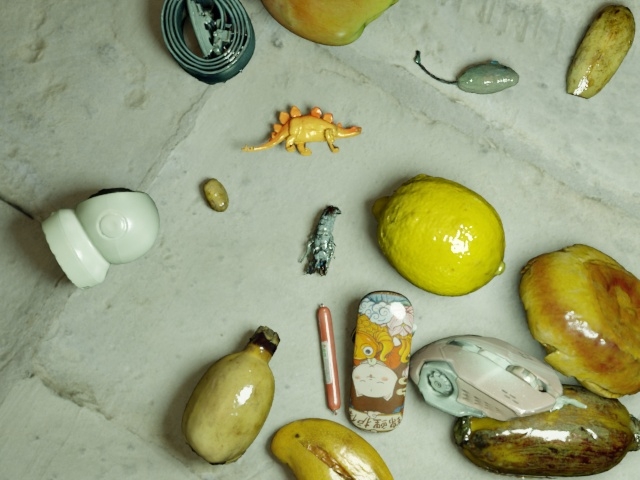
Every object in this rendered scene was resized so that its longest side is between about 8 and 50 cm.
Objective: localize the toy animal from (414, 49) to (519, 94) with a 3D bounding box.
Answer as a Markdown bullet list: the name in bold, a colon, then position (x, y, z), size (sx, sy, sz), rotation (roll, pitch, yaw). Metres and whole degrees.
- **toy animal**: position (0.344, -0.392, 1.760), size (0.253, 0.070, 0.079), rotation (11, 46, 14)

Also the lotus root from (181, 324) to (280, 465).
- **lotus root**: position (-0.180, 0.326, 1.590), size (0.183, 0.183, 0.309), rotation (29, 79, 5)

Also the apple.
- **apple**: position (0.032, -0.603, 1.671), size (0.305, 0.338, 0.338), rotation (37, 83, -14)

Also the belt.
- **belt**: position (-0.274, -0.508, 1.752), size (0.207, 0.116, 0.267), rotation (-30, 84, 1)

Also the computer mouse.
- **computer mouse**: position (0.353, 0.278, 1.531), size (0.389, 0.114, 0.199), rotation (10, 35, 37)

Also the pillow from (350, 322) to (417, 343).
- **pillow**: position (0.142, 0.209, 1.668), size (0.136, 0.055, 0.091), rotation (21, 64, 2)

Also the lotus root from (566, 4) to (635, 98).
- **lotus root**: position (0.667, -0.448, 1.744), size (0.110, 0.097, 0.258), rotation (27, 86, 2)

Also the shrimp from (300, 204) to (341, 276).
- **shrimp**: position (-0.001, -0.002, 1.694), size (0.082, 0.076, 0.174), rotation (9, 80, 25)

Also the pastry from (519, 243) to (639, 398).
- **pastry**: position (0.580, 0.164, 1.565), size (0.356, 0.164, 0.355), rotation (21, 45, -23)

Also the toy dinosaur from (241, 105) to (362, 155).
- **toy dinosaur**: position (-0.046, -0.261, 1.737), size (0.289, 0.070, 0.117), rotation (-6, 70, -4)

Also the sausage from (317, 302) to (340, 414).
- **sausage**: position (0.021, 0.267, 1.668), size (0.034, 0.034, 0.253), rotation (-7, 80, 0)

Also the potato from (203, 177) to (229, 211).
- **potato**: position (-0.244, -0.105, 1.727), size (0.051, 0.040, 0.083), rotation (-22, 83, -12)

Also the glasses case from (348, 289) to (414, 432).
- **glasses case**: position (0.132, 0.266, 1.607), size (0.122, 0.082, 0.320), rotation (5, 102, 3)

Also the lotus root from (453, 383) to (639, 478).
- **lotus root**: position (0.485, 0.402, 1.567), size (0.398, 0.179, 0.195), rotation (2, 66, 4)

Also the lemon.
- **lemon**: position (0.255, -0.011, 1.605), size (0.320, 0.245, 0.245), rotation (31, 83, 15)

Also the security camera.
- **security camera**: position (-0.471, -0.021, 1.643), size (0.236, 0.194, 0.194), rotation (-29, 82, -4)

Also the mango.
- **mango**: position (0.031, 0.492, 1.590), size (0.295, 0.120, 0.177), rotation (37, 81, 6)
